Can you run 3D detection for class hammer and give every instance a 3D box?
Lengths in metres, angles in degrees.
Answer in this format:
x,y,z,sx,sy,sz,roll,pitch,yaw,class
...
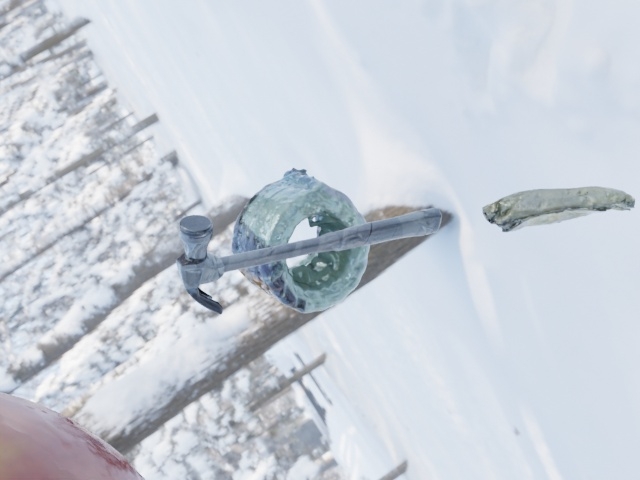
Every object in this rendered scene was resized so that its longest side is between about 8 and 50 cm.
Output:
x,y,z,sx,sy,sz,roll,pitch,yaw,class
0.000,-0.001,1.053,0.044,0.426,0.152,-129,33,-47,hammer

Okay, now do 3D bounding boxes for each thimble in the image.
x,y,z,sx,sy,sz,roll,pitch,yaw,class
-0.031,-0.002,1.269,0.150,0.237,0.237,26,150,53,thimble

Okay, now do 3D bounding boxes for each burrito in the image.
x,y,z,sx,sy,sz,roll,pitch,yaw,class
0.369,-0.051,1.120,0.063,0.229,0.058,-81,-18,-45,burrito

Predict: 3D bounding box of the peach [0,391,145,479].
x,y,z,sx,sy,sz,roll,pitch,yaw,class
-0.195,0.196,0.328,0.238,0.281,0.281,32,165,15,peach
